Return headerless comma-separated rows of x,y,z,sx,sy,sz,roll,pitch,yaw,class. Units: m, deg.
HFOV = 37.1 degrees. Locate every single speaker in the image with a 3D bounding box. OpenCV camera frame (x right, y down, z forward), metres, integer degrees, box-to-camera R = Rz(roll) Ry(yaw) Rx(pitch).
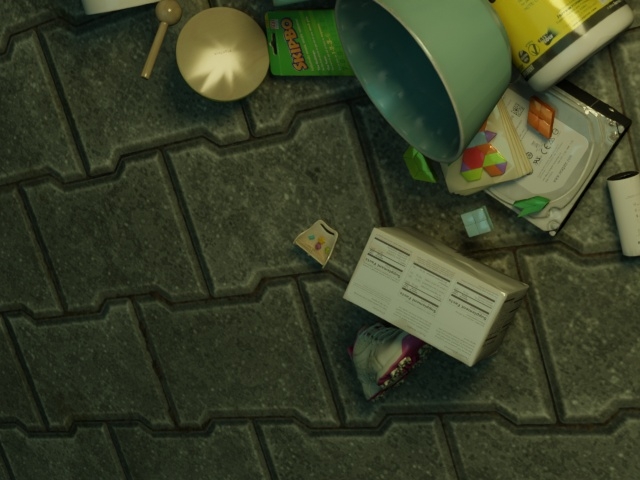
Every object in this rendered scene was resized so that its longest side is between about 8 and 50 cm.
0.516,-0.045,1.587,0.055,0.055,0.136,-8,105,35,speaker

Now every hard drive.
0.324,-0.194,1.643,0.339,0.064,0.237,37,124,15,hard drive

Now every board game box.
0.015,-0.371,1.783,0.259,0.039,0.124,5,111,28,board game box

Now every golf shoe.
0.121,0.215,1.865,0.140,0.115,0.306,58,155,15,golf shoe

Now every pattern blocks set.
0.264,-0.175,1.633,0.285,0.026,0.324,-30,92,37,pattern blocks set

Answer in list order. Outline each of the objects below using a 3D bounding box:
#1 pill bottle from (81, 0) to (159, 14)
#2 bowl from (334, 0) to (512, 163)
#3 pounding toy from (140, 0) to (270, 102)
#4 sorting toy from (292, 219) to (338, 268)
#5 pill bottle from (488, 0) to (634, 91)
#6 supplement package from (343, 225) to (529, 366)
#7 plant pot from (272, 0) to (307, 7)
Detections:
-0.415,-0.631,1.838,0.210,0.210,0.362,-1,110,33,pill bottle
0.179,-0.291,1.481,0.311,0.163,0.311,52,169,14,bowl
-0.222,-0.364,1.882,0.237,0.110,0.183,13,87,-11,pounding toy
0.000,0.000,1.945,0.083,0.045,0.075,40,118,13,sorting toy
0.312,-0.412,1.481,0.188,0.188,0.334,-39,86,37,pill bottle
0.212,0.093,1.727,0.262,0.204,0.145,28,102,20,supplement package
0.045,-0.506,1.635,0.234,0.165,0.165,-1,109,25,plant pot
